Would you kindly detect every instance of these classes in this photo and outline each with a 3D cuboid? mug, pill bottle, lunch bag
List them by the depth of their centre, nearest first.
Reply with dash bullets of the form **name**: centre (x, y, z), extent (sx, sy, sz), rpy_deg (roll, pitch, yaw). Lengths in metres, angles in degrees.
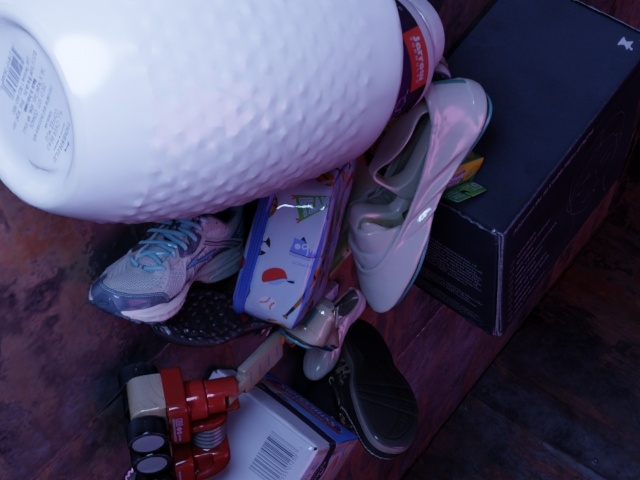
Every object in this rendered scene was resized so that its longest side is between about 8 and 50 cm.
- **mug**: centre (-0.158, -0.134, 0.906), extent (0.328, 0.276, 0.374), rpy_deg (-25, 173, -43)
- **pill bottle**: centre (0.022, -0.214, 1.226), extent (0.323, 0.181, 0.181), rpy_deg (-36, 150, -41)
- **lunch bag**: centre (-0.029, -0.028, 1.354), extent (0.303, 0.115, 0.243), rpy_deg (-65, 169, -71)

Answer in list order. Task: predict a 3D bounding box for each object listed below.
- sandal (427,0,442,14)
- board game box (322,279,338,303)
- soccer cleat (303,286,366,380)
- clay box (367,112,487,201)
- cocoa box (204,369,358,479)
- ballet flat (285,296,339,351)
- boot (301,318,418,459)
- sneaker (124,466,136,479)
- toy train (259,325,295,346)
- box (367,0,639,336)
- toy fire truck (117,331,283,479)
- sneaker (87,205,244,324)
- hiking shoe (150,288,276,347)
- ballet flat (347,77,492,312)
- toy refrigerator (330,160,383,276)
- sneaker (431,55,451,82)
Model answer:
- **sandal**: centre (0.110, -0.338, 1.444), extent (0.179, 0.040, 0.067), rpy_deg (-27, 140, -26)
- **board game box**: centre (-0.002, 0.132, 1.849), extent (0.090, 0.020, 0.090), rpy_deg (-42, 153, -31)
- **soccer cleat**: centre (0.021, 0.173, 1.846), extent (0.196, 0.068, 0.076), rpy_deg (-58, 155, -14)
- **clay box**: centre (0.162, -0.143, 1.555), extent (0.127, 0.222, 0.053), rpy_deg (-23, 140, -55)
- **cocoa box**: centre (-0.139, 0.425, 1.676), extent (0.347, 0.231, 0.228), rpy_deg (-59, 159, 5)
- **ballet flat**: centre (-0.002, 0.128, 1.506), extent (0.086, 0.086, 0.248), rpy_deg (-56, 175, -3)
- **boot**: centre (0.047, 0.356, 1.901), extent (0.138, 0.377, 0.284), rpy_deg (17, 117, -25)
- **sneaker**: centre (-0.271, 0.374, 1.571), extent (0.119, 0.057, 0.047), rpy_deg (-55, 160, -3)
- **toy train**: centre (-0.039, 0.119, 1.659), extent (0.166, 0.046, 0.125), rpy_deg (-55, -169, 7)
- **box**: centre (0.362, -0.146, 1.865), extent (0.480, 0.297, 0.472), rpy_deg (-50, 158, -16)
- **toy fire truck**: centre (-0.163, 0.247, 1.426), extent (0.246, 0.158, 0.217), rpy_deg (-9, 140, -11)
- **sneaker**: centre (-0.189, 0.005, 1.212), extent (0.283, 0.110, 0.122), rpy_deg (-39, 147, -57)
- **hiking shoe**: centre (-0.158, 0.121, 1.420), extent (0.227, 0.086, 0.114), rpy_deg (-3, 162, -39)
- **ballet flat**: centre (0.113, -0.069, 1.440), extent (0.139, 0.139, 0.400), rpy_deg (-23, 143, -54)
- **toy refrigerator**: centre (0.000, 0.000, 1.575), extent (0.269, 0.094, 0.102), rpy_deg (-50, 159, -18)
- **sneaker**: centre (0.164, -0.268, 1.528), extent (0.237, 0.085, 0.086), rpy_deg (-64, 153, -83)
